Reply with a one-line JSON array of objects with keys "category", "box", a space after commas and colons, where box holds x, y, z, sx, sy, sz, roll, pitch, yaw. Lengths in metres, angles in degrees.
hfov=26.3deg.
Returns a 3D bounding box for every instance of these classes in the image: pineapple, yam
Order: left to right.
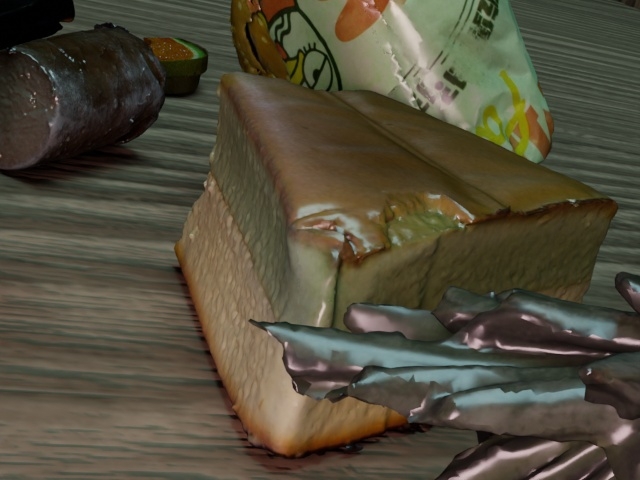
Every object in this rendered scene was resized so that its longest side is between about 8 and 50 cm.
[{"category": "yam", "box": [-0.152, -0.088, 0.823, 0.079, 0.079, 0.141, 21, 19, 17]}, {"category": "pineapple", "box": [0.170, 0.044, 0.399, 0.364, 0.166, 0.165, -5, 7, 26]}]

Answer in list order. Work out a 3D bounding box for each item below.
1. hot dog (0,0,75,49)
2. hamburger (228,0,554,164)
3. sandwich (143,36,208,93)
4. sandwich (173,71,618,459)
[{"category": "hot dog", "box": [-0.266, -0.075, 0.612, 0.326, 0.107, 0.194, 21, 35, 34]}, {"category": "hamburger", "box": [0.024, -0.093, 0.823, 0.125, 0.214, 0.235, -17, 10, -38]}, {"category": "sandwich", "box": [-0.125, -0.140, 1.094, 0.067, 0.029, 0.135, 12, 17, 6]}, {"category": "sandwich", "box": [0.000, 0.000, 0.629, 0.186, 0.108, 0.220, 27, 23, 33]}]
